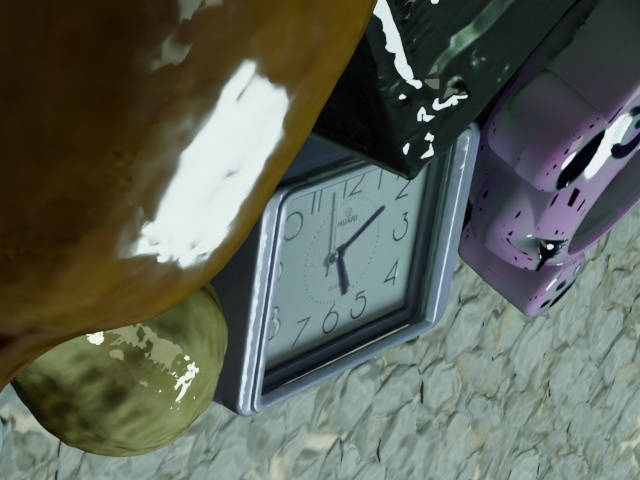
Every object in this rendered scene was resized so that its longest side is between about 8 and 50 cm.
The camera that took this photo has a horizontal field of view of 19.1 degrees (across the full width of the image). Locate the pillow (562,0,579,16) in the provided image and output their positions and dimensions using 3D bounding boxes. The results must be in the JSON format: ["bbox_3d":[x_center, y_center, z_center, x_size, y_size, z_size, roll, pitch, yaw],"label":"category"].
[{"bbox_3d":[0.172,-0.220,1.149,0.335,0.092,0.161,-40,145,-31],"label":"pillow"}]

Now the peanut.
[{"bbox_3d":[-0.113,0.028,0.893,0.110,0.120,0.236,-26,150,3],"label":"peanut"}]

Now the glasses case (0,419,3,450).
[{"bbox_3d":[-0.197,0.067,0.870,0.067,0.045,0.178,-49,145,-22],"label":"glasses case"}]

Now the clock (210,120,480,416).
[{"bbox_3d":[0.000,-0.001,1.077,0.193,0.073,0.145,-23,130,-46],"label":"clock"}]

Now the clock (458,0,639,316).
[{"bbox_3d":[0.180,-0.077,1.191,0.227,0.090,0.248,-45,165,-11],"label":"clock"}]

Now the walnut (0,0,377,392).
[{"bbox_3d":[-0.072,-0.103,0.557,0.209,0.209,0.336,10,99,-57],"label":"walnut"}]

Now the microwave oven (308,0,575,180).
[{"bbox_3d":[0.018,-0.208,0.856,0.237,0.181,0.295,-50,146,-22],"label":"microwave oven"}]
